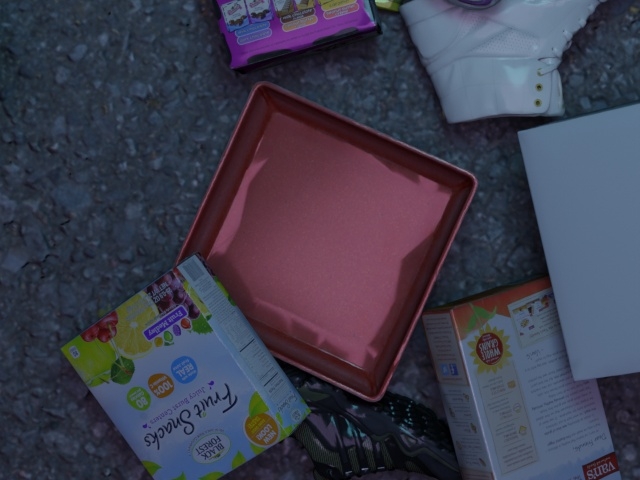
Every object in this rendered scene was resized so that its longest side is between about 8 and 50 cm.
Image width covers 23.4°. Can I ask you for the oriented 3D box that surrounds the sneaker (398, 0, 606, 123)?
[{"bbox_3d":[0.246,-0.217,1.604,0.292,0.108,0.169,-20,94,10],"label":"sneaker"}]

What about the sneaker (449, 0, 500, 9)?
[{"bbox_3d":[0.119,-0.377,1.544,0.152,0.114,0.305,-26,86,-44],"label":"sneaker"}]

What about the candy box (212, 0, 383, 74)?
[{"bbox_3d":[-0.042,-0.305,1.592,0.159,0.071,0.233,-15,89,8],"label":"candy box"}]

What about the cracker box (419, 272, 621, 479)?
[{"bbox_3d":[0.208,0.163,1.604,0.155,0.067,0.232,-16,92,-29],"label":"cracker box"}]

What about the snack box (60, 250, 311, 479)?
[{"bbox_3d":[-0.139,0.144,1.598,0.174,0.070,0.207,-35,93,29],"label":"snack box"}]

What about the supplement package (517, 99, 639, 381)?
[{"bbox_3d":[0.339,-0.011,1.552,0.204,0.145,0.262,-12,92,28],"label":"supplement package"}]

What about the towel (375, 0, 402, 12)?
[{"bbox_3d":[0.065,-0.366,1.633,0.102,0.021,0.237,15,92,-4],"label":"towel"}]

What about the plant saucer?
[{"bbox_3d":[0.000,0.000,1.618,0.259,0.048,0.258,25,92,9],"label":"plant saucer"}]

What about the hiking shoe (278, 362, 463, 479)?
[{"bbox_3d":[0.044,0.216,1.639,0.226,0.086,0.114,26,108,2],"label":"hiking shoe"}]
